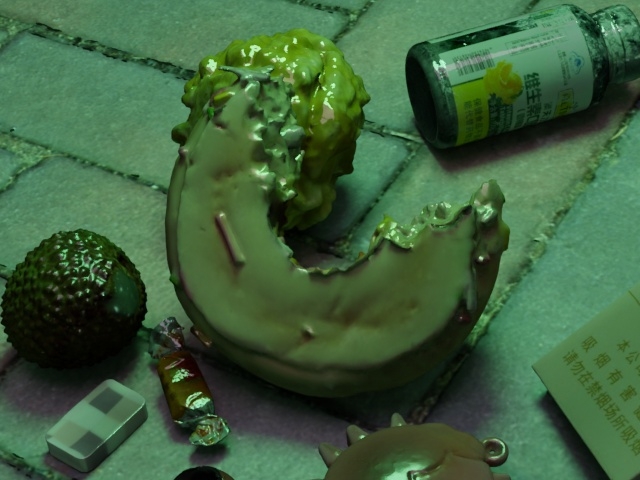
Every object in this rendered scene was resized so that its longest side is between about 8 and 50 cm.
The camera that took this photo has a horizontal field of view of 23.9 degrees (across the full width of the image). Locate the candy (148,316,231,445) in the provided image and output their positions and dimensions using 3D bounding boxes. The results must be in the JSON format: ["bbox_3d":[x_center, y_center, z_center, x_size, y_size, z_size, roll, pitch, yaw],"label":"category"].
[{"bbox_3d":[-0.148,0.160,1.654,0.053,0.046,0.182,-16,48,-14],"label":"candy"}]

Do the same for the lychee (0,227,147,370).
[{"bbox_3d":[-0.280,0.068,1.694,0.171,0.171,0.171,-4,42,4],"label":"lychee"}]

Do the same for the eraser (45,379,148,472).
[{"bbox_3d":[-0.241,0.200,1.636,0.065,0.026,0.105,25,51,27],"label":"eraser"}]

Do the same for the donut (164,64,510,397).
[{"bbox_3d":[0.004,0.010,1.629,0.371,0.307,0.150,28,8,12],"label":"donut"}]

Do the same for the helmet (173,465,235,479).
[{"bbox_3d":[-0.111,0.263,1.532,0.084,0.049,0.065,-2,72,43],"label":"helmet"}]

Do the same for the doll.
[{"bbox_3d":[0.075,0.258,1.480,0.262,0.093,0.211,-32,51,-25],"label":"doll"}]

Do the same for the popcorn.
[{"bbox_3d":[-0.052,-0.133,1.824,0.249,0.249,0.225,10,10,18],"label":"popcorn"}]

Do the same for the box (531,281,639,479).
[{"bbox_3d":[0.406,0.086,1.521,0.365,0.051,0.204,-38,37,6],"label":"box"}]

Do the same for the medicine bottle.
[{"bbox_3d":[0.265,-0.219,1.938,0.293,0.141,0.141,-17,43,-10],"label":"medicine bottle"}]
